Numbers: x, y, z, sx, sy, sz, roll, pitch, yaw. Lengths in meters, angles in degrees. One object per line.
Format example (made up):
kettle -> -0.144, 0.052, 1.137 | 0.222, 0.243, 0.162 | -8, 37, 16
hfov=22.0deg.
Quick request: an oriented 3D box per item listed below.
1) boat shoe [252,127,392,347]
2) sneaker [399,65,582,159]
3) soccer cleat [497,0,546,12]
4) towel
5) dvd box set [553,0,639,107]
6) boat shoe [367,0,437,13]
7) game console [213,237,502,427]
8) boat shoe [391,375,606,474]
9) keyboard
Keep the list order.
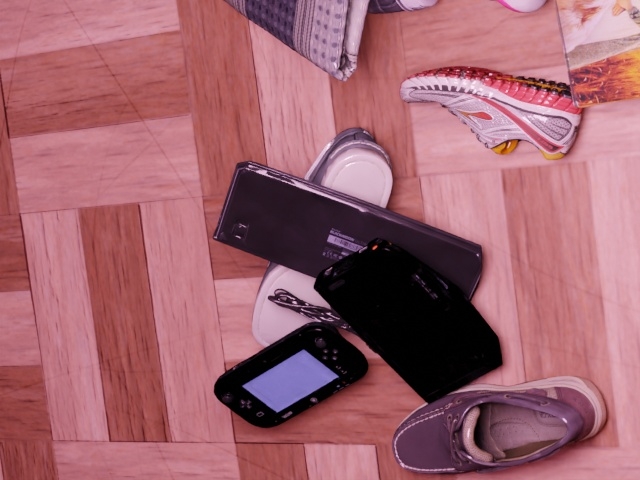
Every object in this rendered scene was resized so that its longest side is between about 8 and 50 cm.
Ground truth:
boat shoe -> 0.000, 0.000, 2.051 | 0.099, 0.116, 0.319 | -100, 30, -53
sneaker -> 0.188, -0.146, 1.886 | 0.225, 0.088, 0.092 | 16, 108, 31
soccer cleat -> 0.190, -0.417, 1.815 | 0.143, 0.116, 0.331 | -30, 79, 45
towel -> -0.020, -0.389, 1.932 | 0.312, 0.056, 0.324 | 40, 130, 50
dvd box set -> 0.424, -0.309, 1.649 | 0.420, 0.062, 0.307 | -5, 101, 36
boat shoe -> 0.065, -0.414, 1.919 | 0.102, 0.108, 0.301 | -4, 103, 33
game console -> 0.030, 0.142, 2.003 | 0.361, 0.044, 0.213 | -32, 112, 33
boat shoe -> 0.194, 0.223, 1.941 | 0.285, 0.092, 0.102 | -14, 90, 35
keyboard -> 0.026, 0.030, 1.975 | 0.317, 0.033, 0.201 | 21, 124, 0
